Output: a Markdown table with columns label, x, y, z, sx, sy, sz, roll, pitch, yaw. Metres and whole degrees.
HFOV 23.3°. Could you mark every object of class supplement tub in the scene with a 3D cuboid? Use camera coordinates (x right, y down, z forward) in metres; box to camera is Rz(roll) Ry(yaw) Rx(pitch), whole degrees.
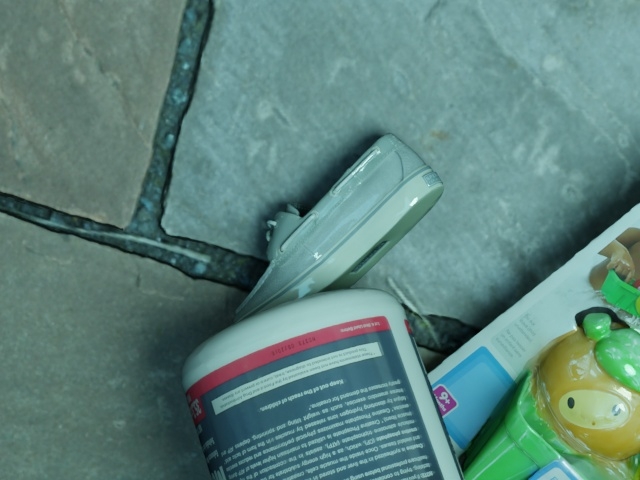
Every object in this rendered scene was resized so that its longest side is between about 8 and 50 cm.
| label | x | y | z | sx | sy | sz | roll | pitch | yaw |
| --- | --- | --- | --- | --- | --- | --- | --- | --- | --- |
| supplement tub | 0.014 | 0.190 | 1.222 | 0.191 | 0.191 | 0.272 | -22 | 76 | 14 |

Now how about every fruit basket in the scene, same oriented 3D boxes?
| label | x | y | z | sx | sy | sz | roll | pitch | yaw |
| --- | --- | --- | --- | --- | --- | --- | --- | --- | --- |
| fruit basket | 0.288 | 0.148 | 1.213 | 0.327 | 0.165 | 0.353 | 46 | 126 | -4 |

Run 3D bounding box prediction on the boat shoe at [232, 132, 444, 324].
| label | x | y | z | sx | sy | sz | roll | pitch | yaw |
| --- | --- | --- | --- | --- | --- | --- | --- | --- | --- |
| boat shoe | 0.000 | 0.000 | 1.299 | 0.227 | 0.079 | 0.081 | -42 | 75 | 17 |
